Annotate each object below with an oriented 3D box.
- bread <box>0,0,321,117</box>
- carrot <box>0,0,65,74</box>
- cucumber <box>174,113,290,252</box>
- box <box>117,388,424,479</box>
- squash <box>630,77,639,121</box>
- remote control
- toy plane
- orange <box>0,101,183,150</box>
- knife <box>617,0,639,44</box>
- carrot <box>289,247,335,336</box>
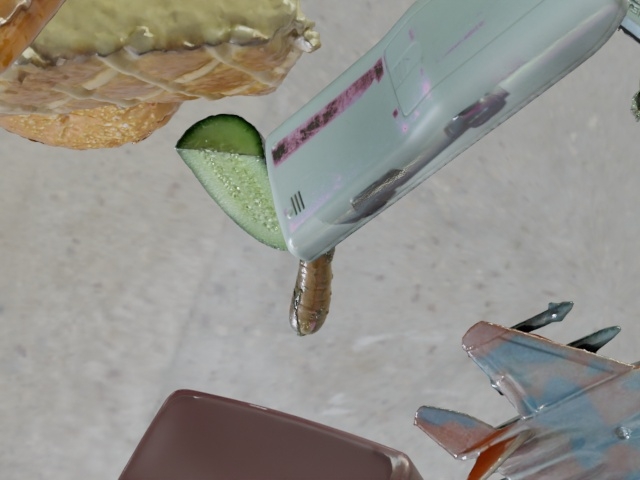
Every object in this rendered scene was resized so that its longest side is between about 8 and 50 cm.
[{"bbox_3d":[-0.209,-0.282,1.389,0.371,0.390,0.279,-8,92,-7],"label":"bread"},{"bbox_3d":[-0.132,-0.174,0.680,0.062,0.066,0.271,-25,48,36],"label":"carrot"},{"bbox_3d":[-0.078,-0.066,1.674,0.115,0.244,0.063,4,58,23],"label":"cucumber"},{"bbox_3d":[-0.036,0.251,1.117,0.294,0.167,0.193,11,58,30],"label":"box"},{"bbox_3d":[0.360,-0.163,1.164,0.071,0.318,0.080,-45,101,-17],"label":"squash"},{"bbox_3d":[0.037,-0.061,0.493,0.166,0.029,0.065,-37,51,32],"label":"remote control"},{"bbox_3d":[0.229,0.110,0.901,0.326,0.104,0.223,-32,95,21],"label":"toy plane"},{"bbox_3d":[-0.324,-0.289,1.779,0.340,0.340,0.293,-4,66,12],"label":"orange"},{"bbox_3d":[0.228,-0.100,0.787,0.028,0.015,0.210,-24,50,-26],"label":"knife"},{"bbox_3d":[0.000,0.000,1.537,0.049,0.049,0.254,15,115,12],"label":"carrot"}]
